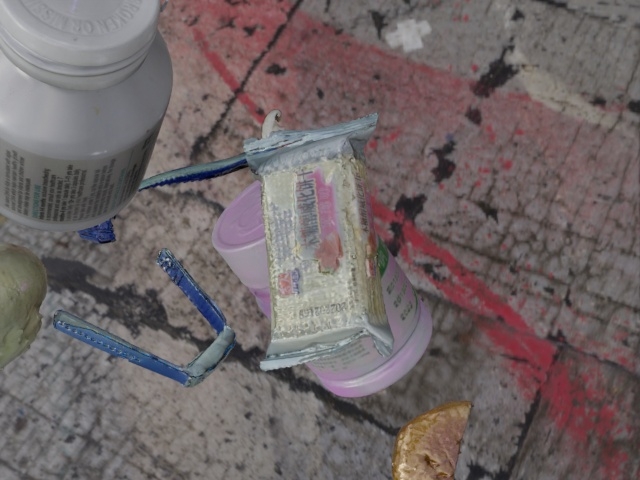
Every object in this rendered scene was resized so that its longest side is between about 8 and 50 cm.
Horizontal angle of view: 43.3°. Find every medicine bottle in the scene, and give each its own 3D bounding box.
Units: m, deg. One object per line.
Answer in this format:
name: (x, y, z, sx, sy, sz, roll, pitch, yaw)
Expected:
medicine bottle: (0.010, 0.061, 1.229, 0.212, 0.325, 0.212, -27, 28, 15)
medicine bottle: (-0.171, -0.102, 0.542, 0.135, 0.215, 0.134, 8, 65, -18)

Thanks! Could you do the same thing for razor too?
razor: (-0.196, -0.084, 1.172, 0.324, 0.056, 0.093, -27, 19, -27)

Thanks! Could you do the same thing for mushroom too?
mushroom: (-0.096, -0.218, 1.620, 0.049, 0.019, 0.101, 10, 69, -4)

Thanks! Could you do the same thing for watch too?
watch: (-0.328, 0.177, 1.580, 0.276, 0.068, 0.274, -35, 78, -35)

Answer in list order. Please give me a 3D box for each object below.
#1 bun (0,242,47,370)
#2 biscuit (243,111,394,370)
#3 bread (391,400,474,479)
bun: (-0.423, 0.104, 0.955, 0.239, 0.239, 0.141, -35, 93, -11)
biscuit: (-0.004, 0.000, 1.004, 0.186, 0.079, 0.308, -10, 78, 22)
bread: (0.210, 0.431, 1.630, 0.134, 0.129, 0.260, 18, 85, -5)
